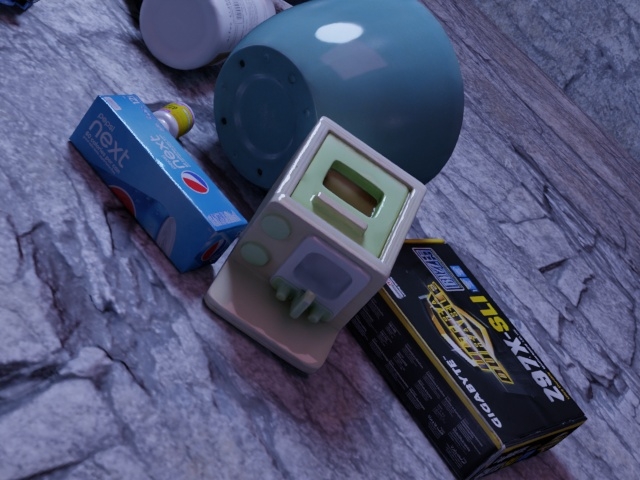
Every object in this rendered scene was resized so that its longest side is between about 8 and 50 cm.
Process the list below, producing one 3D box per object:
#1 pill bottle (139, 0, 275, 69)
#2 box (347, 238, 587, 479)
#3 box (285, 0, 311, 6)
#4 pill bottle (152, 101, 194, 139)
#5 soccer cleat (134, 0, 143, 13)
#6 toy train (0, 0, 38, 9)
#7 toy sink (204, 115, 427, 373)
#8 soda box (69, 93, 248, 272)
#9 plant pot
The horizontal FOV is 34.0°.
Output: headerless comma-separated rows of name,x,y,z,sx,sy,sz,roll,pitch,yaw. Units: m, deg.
pill bottle,-0.155,-0.324,1.537,0.131,0.131,0.229,44,24,5
box,0.169,0.138,1.334,0.257,0.079,0.322,3,45,-55
box,-0.116,-0.538,1.739,0.312,0.179,0.343,35,11,15
pill bottle,-0.191,-0.144,1.305,0.043,0.043,0.083,41,25,-1
soccer cleat,-0.273,-0.383,1.562,0.072,0.060,0.179,19,26,-22
toy train,-0.418,-0.358,1.291,0.184,0.080,0.105,34,17,-12
toy sink,0.000,0.000,1.157,0.153,0.131,0.234,35,46,-5
soda box,-0.181,-0.066,1.164,0.210,0.071,0.067,49,27,14
plant pot,0.004,-0.178,1.377,0.235,0.293,0.293,-20,64,-47
